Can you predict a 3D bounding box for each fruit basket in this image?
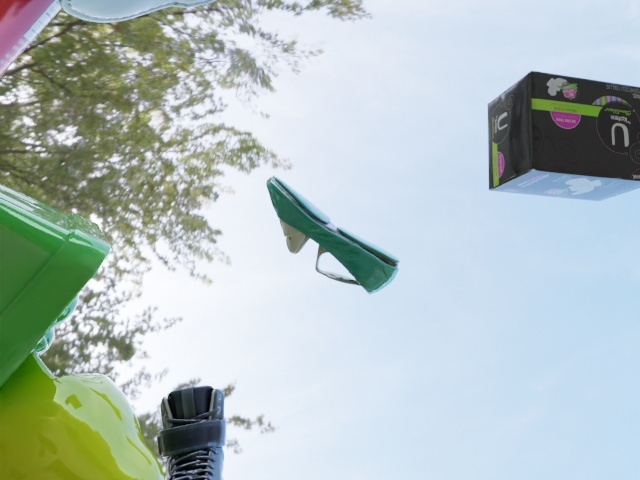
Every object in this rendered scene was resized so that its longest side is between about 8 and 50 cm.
[{"bbox_3d":[-0.303,0.148,0.543,0.392,0.283,0.392,-3,-82,-23],"label":"fruit basket"}]

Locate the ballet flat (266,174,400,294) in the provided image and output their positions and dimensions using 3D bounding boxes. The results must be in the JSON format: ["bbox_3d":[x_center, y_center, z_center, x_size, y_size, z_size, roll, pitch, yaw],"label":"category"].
[{"bbox_3d":[0.000,0.000,0.897,0.247,0.083,0.087,35,-82,6],"label":"ballet flat"}]

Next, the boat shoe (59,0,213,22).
[{"bbox_3d":[-0.183,-0.283,0.615,0.081,0.228,0.068,-29,-86,42],"label":"boat shoe"}]

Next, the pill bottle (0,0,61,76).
[{"bbox_3d":[-0.431,-0.316,0.681,0.229,0.229,0.407,41,-92,-16],"label":"pill bottle"}]

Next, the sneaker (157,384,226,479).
[{"bbox_3d":[-0.152,0.250,0.673,0.086,0.226,0.163,-4,-103,-6],"label":"sneaker"}]

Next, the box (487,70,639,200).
[{"bbox_3d":[0.152,-0.062,0.365,0.083,0.052,0.062,4,-100,-14],"label":"box"}]
